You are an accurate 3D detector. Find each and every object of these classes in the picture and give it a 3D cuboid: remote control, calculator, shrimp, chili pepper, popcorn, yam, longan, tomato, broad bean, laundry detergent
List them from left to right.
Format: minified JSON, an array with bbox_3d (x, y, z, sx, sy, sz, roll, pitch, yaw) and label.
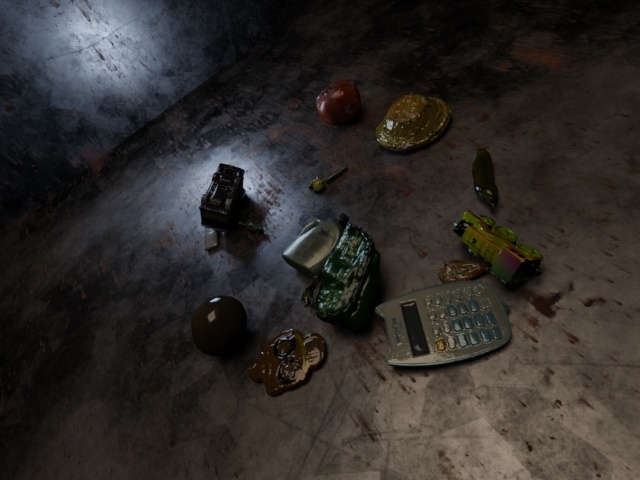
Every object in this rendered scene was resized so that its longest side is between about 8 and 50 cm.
[{"bbox_3d":[-0.519,-0.057,1.969,0.067,0.029,0.260,-22,49,8],"label":"remote control"},{"bbox_3d":[-0.364,0.303,1.481,0.197,0.196,0.220,15,65,36],"label":"longan"},{"bbox_3d":[-0.018,-0.248,1.840,0.083,0.059,0.068,-19,47,24],"label":"popcorn"},{"bbox_3d":[0.000,0.000,1.595,0.215,0.105,0.280,24,69,41],"label":"laundry detergent"},{"bbox_3d":[0.074,-0.300,1.854,0.130,0.027,0.033,-33,7,2],"label":"yam"},{"bbox_3d":[0.095,-0.678,2.043,0.232,0.188,0.232,-26,33,18],"label":"tomato"},{"bbox_3d":[0.114,0.121,1.389,0.213,0.167,0.384,-4,60,39],"label":"chili pepper"},{"bbox_3d":[0.370,0.248,1.239,0.387,0.054,0.256,-17,48,12],"label":"calculator"},{"bbox_3d":[0.470,0.097,1.322,0.184,0.043,0.091,-15,56,25],"label":"shrimp"},{"bbox_3d":[0.597,-0.231,1.504,0.077,0.061,0.338,-5,53,15],"label":"broad bean"}]

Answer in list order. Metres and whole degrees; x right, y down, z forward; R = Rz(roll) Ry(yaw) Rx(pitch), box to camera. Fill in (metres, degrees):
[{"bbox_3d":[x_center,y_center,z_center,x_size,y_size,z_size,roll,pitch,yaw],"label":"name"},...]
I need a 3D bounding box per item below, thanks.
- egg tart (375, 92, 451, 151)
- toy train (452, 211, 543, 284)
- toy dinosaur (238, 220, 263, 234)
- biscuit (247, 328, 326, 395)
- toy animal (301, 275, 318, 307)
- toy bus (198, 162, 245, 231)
[{"bbox_3d":[0.394,-0.535,1.809,0.342,0.132,0.341,-15,49,18],"label":"egg tart"},{"bbox_3d":[0.533,0.014,1.269,0.161,0.100,0.296,-3,35,-33],"label":"toy train"},{"bbox_3d":[-0.310,-0.063,1.844,0.154,0.055,0.049,15,66,33],"label":"toy dinosaur"},{"bbox_3d":[-0.117,0.397,1.379,0.291,0.041,0.208,-24,46,8],"label":"biscuit"},{"bbox_3d":[-0.036,0.190,1.424,0.041,0.217,0.074,4,67,-12],"label":"toy animal"},{"bbox_3d":[-0.457,-0.204,1.936,0.138,0.175,0.287,15,56,-2],"label":"toy bus"}]
